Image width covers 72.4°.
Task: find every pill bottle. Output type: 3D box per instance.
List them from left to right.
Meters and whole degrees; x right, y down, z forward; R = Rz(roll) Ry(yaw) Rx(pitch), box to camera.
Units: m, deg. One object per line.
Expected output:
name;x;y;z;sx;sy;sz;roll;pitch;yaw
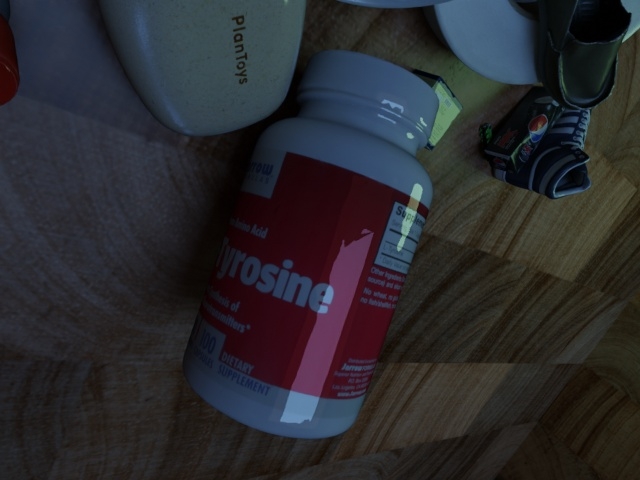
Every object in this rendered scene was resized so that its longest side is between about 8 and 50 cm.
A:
pill bottle;0.000;0.000;0.544;0.228;0.229;0.408;19;90;-42

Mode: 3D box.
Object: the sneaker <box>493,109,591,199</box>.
sneaker;0.490;-0.199;0.847;0.282;0.153;0.099;-48;135;1

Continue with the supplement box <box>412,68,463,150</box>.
supplement box;0.160;-0.201;0.679;0.083;0.056;0.083;29;100;-43

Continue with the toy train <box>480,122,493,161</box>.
toy train;0.319;-0.187;0.830;0.023;0.017;0.083;-44;135;-16

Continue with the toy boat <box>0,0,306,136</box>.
toy boat;-0.164;-0.207;0.385;0.318;0.148;0.268;-21;151;-24

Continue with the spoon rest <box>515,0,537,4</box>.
spoon rest;0.334;-0.421;0.655;0.137;0.084;0.277;-14;139;-27

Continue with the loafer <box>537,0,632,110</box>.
loafer;0.347;-0.264;0.579;0.094;0.088;0.251;-30;133;15

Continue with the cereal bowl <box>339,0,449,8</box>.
cereal bowl;0.073;-0.364;0.358;0.338;0.338;0.141;11;79;-39

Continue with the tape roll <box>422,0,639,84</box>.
tape roll;0.312;-0.399;0.552;0.391;0.072;0.392;-7;134;-7

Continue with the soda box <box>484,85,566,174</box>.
soda box;0.384;-0.208;0.818;0.169;0.060;0.053;-51;133;-7
